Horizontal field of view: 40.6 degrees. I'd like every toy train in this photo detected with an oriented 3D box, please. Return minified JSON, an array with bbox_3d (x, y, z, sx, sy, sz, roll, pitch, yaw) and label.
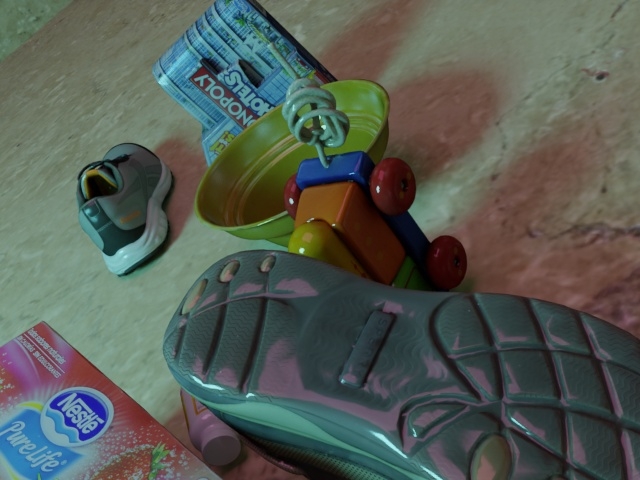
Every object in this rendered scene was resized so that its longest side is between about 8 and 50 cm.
[{"bbox_3d":[0.000,0.000,0.621,0.105,0.248,0.143,-5,46,39],"label":"toy train"}]

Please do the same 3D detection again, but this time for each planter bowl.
[{"bbox_3d":[-0.010,-0.057,0.852,0.217,0.090,0.217,-24,34,17],"label":"planter bowl"}]

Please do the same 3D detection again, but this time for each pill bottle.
[{"bbox_3d":[-0.087,0.143,0.700,0.043,0.043,0.083,-34,31,2],"label":"pill bottle"}]

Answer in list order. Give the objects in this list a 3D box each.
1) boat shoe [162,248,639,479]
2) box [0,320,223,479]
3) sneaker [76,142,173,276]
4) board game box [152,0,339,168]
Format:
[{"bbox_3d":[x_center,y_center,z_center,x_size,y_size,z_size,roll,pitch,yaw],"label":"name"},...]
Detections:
[{"bbox_3d":[0.077,0.106,0.507,0.355,0.130,0.132,19,59,27],"label":"boat shoe"},{"bbox_3d":[-0.161,0.191,0.574,0.142,0.154,0.300,-35,31,-24],"label":"box"},{"bbox_3d":[-0.251,-0.069,1.084,0.100,0.108,0.271,-34,30,6],"label":"sneaker"},{"bbox_3d":[-0.097,-0.166,1.030,0.194,0.194,0.060,-41,28,18],"label":"board game box"}]
